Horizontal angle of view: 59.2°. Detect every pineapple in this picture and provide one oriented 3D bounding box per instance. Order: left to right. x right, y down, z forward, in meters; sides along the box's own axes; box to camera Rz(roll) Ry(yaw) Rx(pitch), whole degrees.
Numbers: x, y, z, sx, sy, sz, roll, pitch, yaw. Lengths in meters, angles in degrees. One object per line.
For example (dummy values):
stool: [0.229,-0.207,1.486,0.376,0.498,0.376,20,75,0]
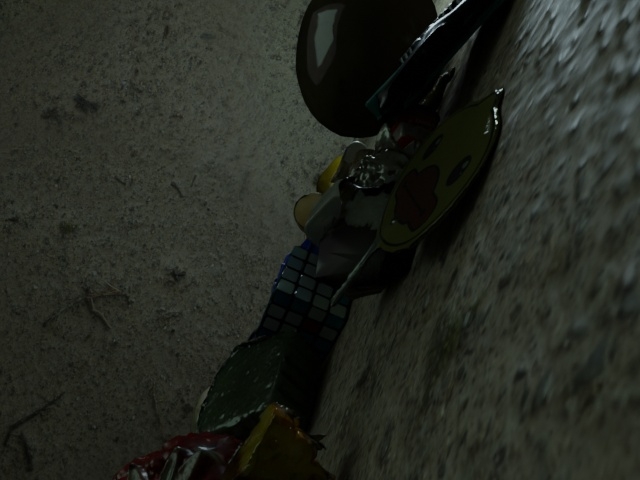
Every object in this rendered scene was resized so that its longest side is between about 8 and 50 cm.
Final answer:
pineapple: [-0.056,0.306,0.618,0.233,0.135,0.079,-56,16,-2]

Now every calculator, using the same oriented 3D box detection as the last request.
calculator: [0.176,-0.303,0.900,0.274,0.058,0.248,-47,7,7]

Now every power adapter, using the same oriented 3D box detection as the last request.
power adapter: [0.046,-0.029,1.177,0.125,0.130,0.205,-44,12,19]

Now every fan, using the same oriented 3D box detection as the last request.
fan: [0.110,-0.045,0.684,0.335,0.011,0.229,-54,13,15]

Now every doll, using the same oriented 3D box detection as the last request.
doll: [0.081,-0.186,1.720,0.423,0.161,0.348,-80,9,-58]

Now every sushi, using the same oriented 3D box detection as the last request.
sushi: [0.088,-0.040,0.850,0.109,0.134,0.273,59,-144,-54]

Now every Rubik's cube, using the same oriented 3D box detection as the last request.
Rubik's cube: [-0.027,0.133,1.175,0.155,0.154,0.151,-71,5,-51]

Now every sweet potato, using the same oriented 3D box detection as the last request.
sweet potato: [0.204,-0.254,1.053,0.153,0.038,0.041,-54,5,5]

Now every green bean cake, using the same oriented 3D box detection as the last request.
green bean cake: [-0.119,0.295,1.088,0.227,0.125,0.223,-24,32,28]

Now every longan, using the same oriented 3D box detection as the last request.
longan: [0.112,-0.445,1.339,0.404,0.336,0.405,-169,90,-84]

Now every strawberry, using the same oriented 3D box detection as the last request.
strawberry: [-0.170,0.436,0.856,0.292,0.292,0.343,-68,-21,-11]

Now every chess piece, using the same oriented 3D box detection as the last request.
chess piece: [0.000,0.000,1.676,0.397,0.117,0.117,79,-149,-66]

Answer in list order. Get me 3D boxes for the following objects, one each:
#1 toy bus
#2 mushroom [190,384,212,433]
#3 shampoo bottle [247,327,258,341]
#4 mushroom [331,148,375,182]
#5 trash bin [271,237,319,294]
toy bus: [0.150,-0.165,1.020,0.174,0.079,0.077,121,168,-59]
mushroom: [-0.204,0.487,1.473,0.260,0.254,0.234,-133,21,-67]
shampoo bottle: [-0.077,0.230,1.258,0.087,0.183,0.050,-58,48,22]
mushroom: [0.100,-0.159,1.446,0.166,0.127,0.166,-156,90,-81]
trash bin: [-0.011,0.072,1.482,0.234,0.162,0.184,-56,10,51]
